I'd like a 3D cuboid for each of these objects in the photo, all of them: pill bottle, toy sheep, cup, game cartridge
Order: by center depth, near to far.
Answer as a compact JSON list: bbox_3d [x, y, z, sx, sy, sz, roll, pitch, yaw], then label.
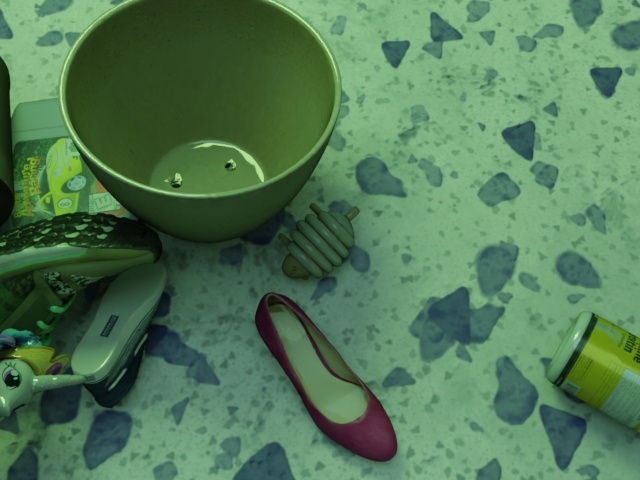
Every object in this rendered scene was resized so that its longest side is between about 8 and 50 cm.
[{"bbox_3d":[0.379,0.171,1.019,0.184,0.103,0.103,29,70,13],"label":"pill bottle"},{"bbox_3d":[-0.149,-0.126,1.082,0.331,0.237,0.331,3,58,-4],"label":"cup"},{"bbox_3d":[0.000,0.000,1.117,0.132,0.091,0.091,-47,72,2],"label":"toy sheep"},{"bbox_3d":[-0.351,-0.076,1.179,0.196,0.060,0.294,-10,66,1],"label":"game cartridge"}]

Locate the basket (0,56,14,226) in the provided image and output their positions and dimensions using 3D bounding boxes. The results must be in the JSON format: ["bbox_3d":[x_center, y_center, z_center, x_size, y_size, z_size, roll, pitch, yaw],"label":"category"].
[{"bbox_3d":[-0.485,-0.123,1.105,0.204,0.154,0.227,-43,50,18],"label":"basket"}]

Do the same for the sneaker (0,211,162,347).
[{"bbox_3d":[-0.377,0.085,1.049,0.410,0.158,0.182,-15,107,10],"label":"sneaker"}]

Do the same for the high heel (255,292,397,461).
[{"bbox_3d":[0.008,0.165,1.023,0.082,0.117,0.244,-33,69,-13],"label":"high heel"}]

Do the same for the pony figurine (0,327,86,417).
[{"bbox_3d":[-0.471,0.204,0.868,0.351,0.302,0.363,4,25,11],"label":"pony figurine"}]

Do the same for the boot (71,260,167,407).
[{"bbox_3d":[-0.250,0.118,1.077,0.069,0.086,0.190,14,53,21],"label":"boot"}]
